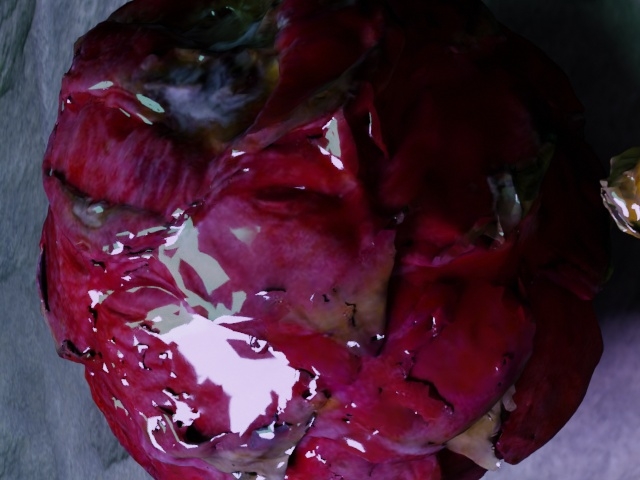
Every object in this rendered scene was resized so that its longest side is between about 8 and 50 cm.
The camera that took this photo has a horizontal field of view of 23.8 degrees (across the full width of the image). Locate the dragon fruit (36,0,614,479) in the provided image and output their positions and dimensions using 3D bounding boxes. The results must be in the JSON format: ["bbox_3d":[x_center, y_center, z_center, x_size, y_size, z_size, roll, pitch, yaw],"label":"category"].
[{"bbox_3d":[0.003,-0.002,0.813,0.329,0.329,0.329,31,128,53],"label":"dragon fruit"}]

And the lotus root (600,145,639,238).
[{"bbox_3d":[0.224,-0.080,0.568,0.303,0.131,0.146,127,147,-53],"label":"lotus root"}]
